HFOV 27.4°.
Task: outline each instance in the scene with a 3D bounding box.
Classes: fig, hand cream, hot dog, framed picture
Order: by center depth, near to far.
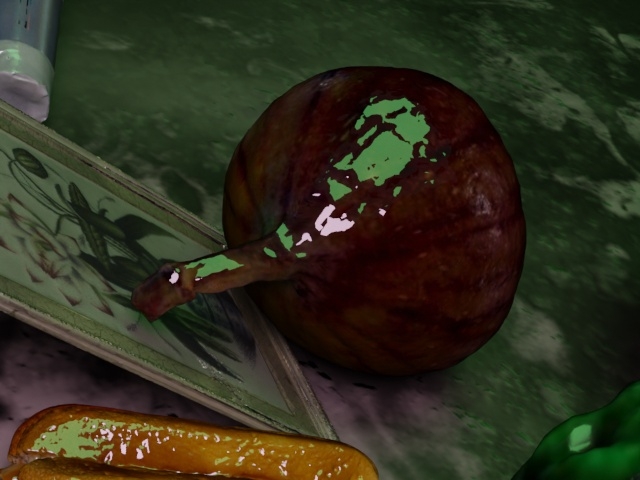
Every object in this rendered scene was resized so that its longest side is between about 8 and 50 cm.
[{"bbox_3d":[-0.050,0.105,0.537,0.165,0.045,0.071,10,36,-18],"label":"hot dog"},{"bbox_3d":[-0.091,0.007,0.590,0.231,0.010,0.173,33,19,-44],"label":"framed picture"},{"bbox_3d":[0.019,-0.016,0.627,0.148,0.202,0.149,-4,72,16],"label":"fig"},{"bbox_3d":[-0.185,-0.180,0.812,0.079,0.048,0.255,23,44,-33],"label":"hand cream"}]

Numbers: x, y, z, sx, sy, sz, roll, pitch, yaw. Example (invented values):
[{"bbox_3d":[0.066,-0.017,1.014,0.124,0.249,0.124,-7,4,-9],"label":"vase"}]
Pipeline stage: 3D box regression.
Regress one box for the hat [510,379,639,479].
[{"bbox_3d":[0.139,0.130,0.473,0.332,0.274,0.242,-17,30,-7],"label":"hat"}]
